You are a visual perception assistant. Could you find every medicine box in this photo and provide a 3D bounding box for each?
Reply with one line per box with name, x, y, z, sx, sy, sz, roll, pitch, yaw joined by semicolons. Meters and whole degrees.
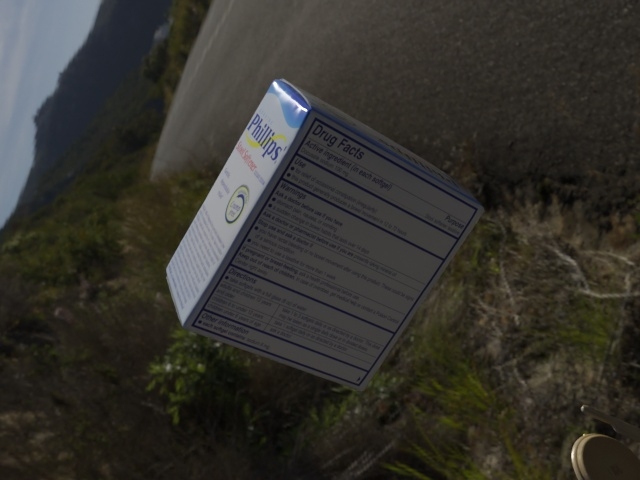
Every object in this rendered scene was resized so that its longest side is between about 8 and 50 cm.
medicine box;0.000;0.000;0.949;0.289;0.263;0.149;-58;30;12

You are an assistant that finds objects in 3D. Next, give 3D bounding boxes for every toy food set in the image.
toy food set;0.406;0.331;1.086;0.192;0.132;0.039;-65;1;-49
